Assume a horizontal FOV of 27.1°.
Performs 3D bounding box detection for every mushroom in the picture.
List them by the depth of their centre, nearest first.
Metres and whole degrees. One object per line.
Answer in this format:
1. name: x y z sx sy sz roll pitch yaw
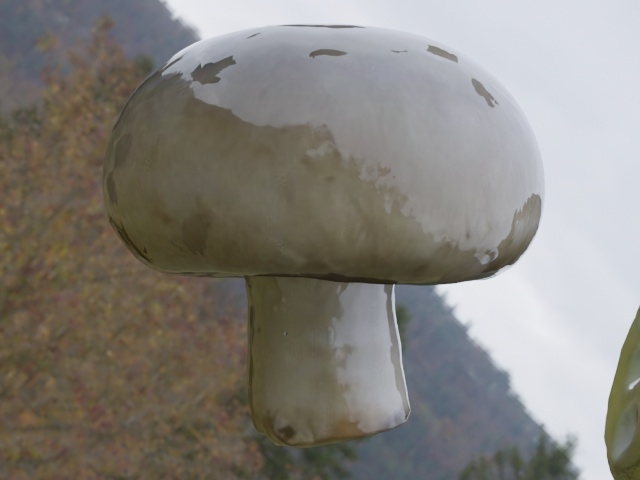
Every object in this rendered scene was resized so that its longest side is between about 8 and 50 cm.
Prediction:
1. mushroom: 0.000 0.000 0.616 0.204 0.204 0.204 44 -7 6

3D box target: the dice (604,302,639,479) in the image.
1. dice: 0.290 0.095 0.842 0.169 0.169 0.166 20 -27 -3
